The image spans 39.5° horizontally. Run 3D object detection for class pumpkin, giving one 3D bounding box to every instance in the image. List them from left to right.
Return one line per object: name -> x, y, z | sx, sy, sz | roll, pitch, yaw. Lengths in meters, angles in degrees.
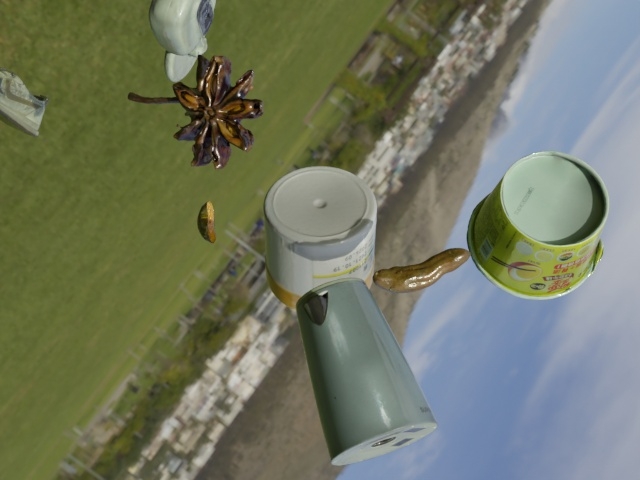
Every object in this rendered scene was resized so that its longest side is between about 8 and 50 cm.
pumpkin -> -0.214, -0.033, 1.660 | 0.050, 0.028, 0.083 | 64, 24, -61

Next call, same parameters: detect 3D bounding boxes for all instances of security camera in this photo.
security camera -> -0.231, -0.379, 1.591 | 0.301, 0.080, 0.157 | 94, 17, -77

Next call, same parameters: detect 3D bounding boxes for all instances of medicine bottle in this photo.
medicine bottle -> 0.000, 0.000, 1.891 | 0.238, 0.238, 0.231 | -55, 159, -37

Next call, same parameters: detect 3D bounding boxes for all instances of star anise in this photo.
star anise -> -0.175, -0.211, 1.330 | 0.177, 0.234, 0.073 | -53, 163, 22

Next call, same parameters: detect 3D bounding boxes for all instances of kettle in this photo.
kettle -> 0.069, 0.186, 1.311 | 0.160, 0.243, 0.211 | -32, 153, 27

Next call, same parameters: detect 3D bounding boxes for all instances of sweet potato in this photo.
sweet potato -> 0.181, 0.057, 1.576 | 0.182, 0.054, 0.053 | -18, 161, -6

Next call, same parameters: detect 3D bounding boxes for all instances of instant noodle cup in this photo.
instant noodle cup -> 0.495, -0.044, 1.974 | 0.311, 0.311, 0.221 | -54, 167, -20

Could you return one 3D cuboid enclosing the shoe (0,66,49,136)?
shoe -> -0.669, -0.315, 1.843 | 0.098, 0.103, 0.275 | -64, 151, -11
